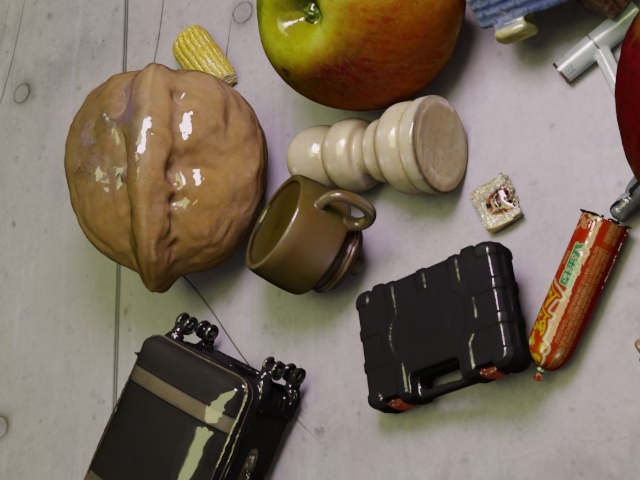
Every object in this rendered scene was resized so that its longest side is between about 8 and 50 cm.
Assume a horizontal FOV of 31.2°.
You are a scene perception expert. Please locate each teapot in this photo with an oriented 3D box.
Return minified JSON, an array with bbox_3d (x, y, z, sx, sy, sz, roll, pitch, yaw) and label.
[{"bbox_3d":[0.000,0.000,1.891,0.267,0.175,0.186,-40,31,46],"label":"teapot"}]

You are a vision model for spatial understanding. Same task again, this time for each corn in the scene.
[{"bbox_3d":[-0.225,-0.347,2.218,0.085,0.063,0.165,-35,58,-10],"label":"corn"}]

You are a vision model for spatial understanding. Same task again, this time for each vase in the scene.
[{"bbox_3d":[0.505,-0.106,1.668,0.211,0.060,0.060,-44,56,12],"label":"vase"}]

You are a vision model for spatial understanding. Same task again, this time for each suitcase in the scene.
[{"bbox_3d":[-0.227,0.361,1.906,0.283,0.194,0.434,22,89,36],"label":"suitcase"},{"bbox_3d":[0.182,0.136,1.759,0.285,0.066,0.206,-26,60,38],"label":"suitcase"}]

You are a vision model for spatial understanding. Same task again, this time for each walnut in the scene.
[{"bbox_3d":[-0.264,-0.121,2.013,0.383,0.383,0.384,-11,69,30],"label":"walnut"}]

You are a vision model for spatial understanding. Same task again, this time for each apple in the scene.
[{"bbox_3d":[0.061,-0.382,1.878,0.339,0.339,0.340,-11,69,30],"label":"apple"}]

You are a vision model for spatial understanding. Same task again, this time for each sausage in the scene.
[{"bbox_3d":[0.371,0.086,1.686,0.083,0.083,0.264,22,87,36],"label":"sausage"}]

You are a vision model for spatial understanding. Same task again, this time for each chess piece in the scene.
[{"bbox_3d":[0.078,-0.148,1.909,0.299,0.167,0.167,-2,73,39],"label":"chess piece"}]

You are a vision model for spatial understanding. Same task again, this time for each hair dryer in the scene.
[{"bbox_3d":[0.469,-0.257,1.761,0.155,0.044,0.183,-41,62,16],"label":"hair dryer"}]

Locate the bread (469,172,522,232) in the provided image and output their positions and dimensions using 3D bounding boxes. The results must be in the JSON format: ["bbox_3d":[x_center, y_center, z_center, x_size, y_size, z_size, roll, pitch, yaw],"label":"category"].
[{"bbox_3d":[0.278,-0.058,1.815,0.070,0.035,0.083,-30,63,23],"label":"bread"}]

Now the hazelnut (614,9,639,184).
[{"bbox_3d":[0.578,-0.202,1.443,0.429,0.402,0.402,-30,59,3],"label":"hazelnut"}]

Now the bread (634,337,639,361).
[{"bbox_3d":[0.581,0.171,1.405,0.324,0.277,0.167,21,82,39],"label":"bread"}]

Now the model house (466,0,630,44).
[{"bbox_3d":[0.358,-0.456,1.786,0.321,0.261,0.267,-15,78,28],"label":"model house"}]
